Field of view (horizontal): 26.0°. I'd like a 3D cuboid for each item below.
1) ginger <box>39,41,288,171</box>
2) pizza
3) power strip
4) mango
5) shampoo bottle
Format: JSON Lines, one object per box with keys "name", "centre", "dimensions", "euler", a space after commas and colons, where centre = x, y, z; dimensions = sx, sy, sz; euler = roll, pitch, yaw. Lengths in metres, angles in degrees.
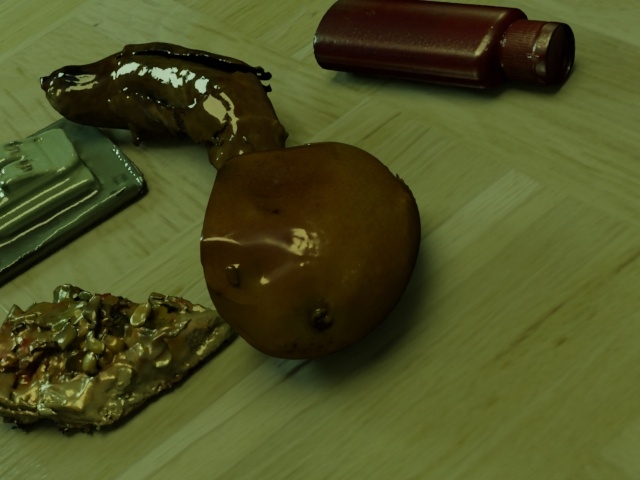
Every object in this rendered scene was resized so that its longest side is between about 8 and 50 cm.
{"name": "ginger", "centre": [-0.142, -0.137, 1.404], "dimensions": [0.309, 0.107, 0.133], "euler": [24, 76, 42]}
{"name": "pizza", "centre": [-0.195, 0.092, 1.186], "dimensions": [0.226, 0.069, 0.147], "euler": [1, 42, 27]}
{"name": "power strip", "centre": [-0.307, -0.060, 1.423], "dimensions": [0.213, 0.064, 0.198], "euler": [-33, 41, -14]}
{"name": "mango", "centre": [0.000, 0.000, 1.150], "dimensions": [0.166, 0.136, 0.236], "euler": [1, 37, 6]}
{"name": "shampoo bottle", "centre": [0.123, -0.196, 1.372], "dimensions": [0.260, 0.064, 0.102], "euler": [13, 46, 36]}
